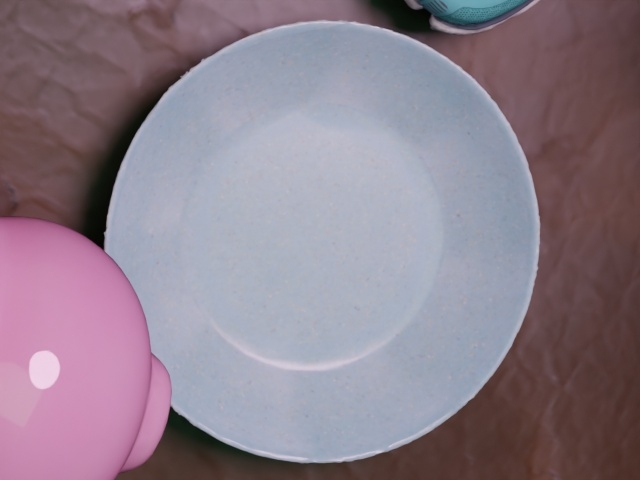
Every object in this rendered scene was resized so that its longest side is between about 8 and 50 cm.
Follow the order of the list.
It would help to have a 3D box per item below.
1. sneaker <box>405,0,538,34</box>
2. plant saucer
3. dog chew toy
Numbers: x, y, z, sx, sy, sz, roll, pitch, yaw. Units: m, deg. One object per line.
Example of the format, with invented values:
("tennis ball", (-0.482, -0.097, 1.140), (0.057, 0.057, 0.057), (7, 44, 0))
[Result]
("sneaker", (0.134, -0.199, 0.714), (0.275, 0.110, 0.107), (-44, 104, -3))
("plant saucer", (0.000, 0.000, 0.748), (0.195, 0.037, 0.195), (-2, 99, -12))
("dog chew toy", (-0.214, 0.025, 0.628), (0.331, 0.206, 0.207), (17, 94, -22))
